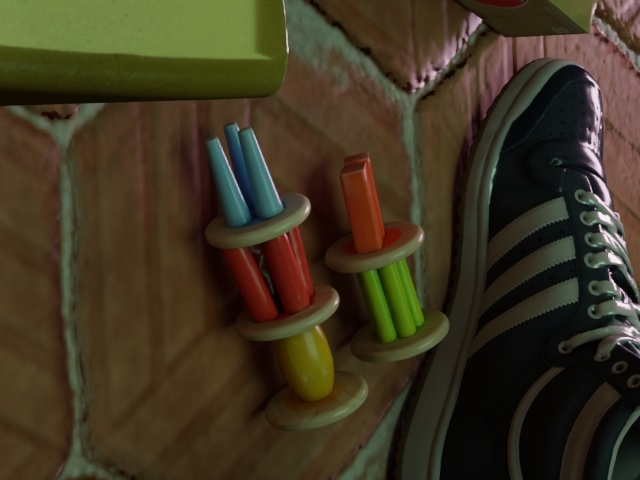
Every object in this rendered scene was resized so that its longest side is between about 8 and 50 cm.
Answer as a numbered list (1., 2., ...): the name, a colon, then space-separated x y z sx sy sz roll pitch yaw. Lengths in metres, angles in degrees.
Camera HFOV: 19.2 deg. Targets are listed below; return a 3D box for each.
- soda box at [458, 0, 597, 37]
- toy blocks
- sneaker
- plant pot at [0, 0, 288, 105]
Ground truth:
1. soda box: 0.078 -0.172 0.998 0.181 0.061 0.058 29 71 -45
2. toy blocks: 0.000 0.000 0.924 0.123 0.054 0.148 -36 117 -41
3. sneaker: 0.147 0.033 1.016 0.099 0.153 0.282 32 68 -45
4. plant pot: -0.155 -0.139 0.596 0.187 0.212 0.212 -11 99 -37
